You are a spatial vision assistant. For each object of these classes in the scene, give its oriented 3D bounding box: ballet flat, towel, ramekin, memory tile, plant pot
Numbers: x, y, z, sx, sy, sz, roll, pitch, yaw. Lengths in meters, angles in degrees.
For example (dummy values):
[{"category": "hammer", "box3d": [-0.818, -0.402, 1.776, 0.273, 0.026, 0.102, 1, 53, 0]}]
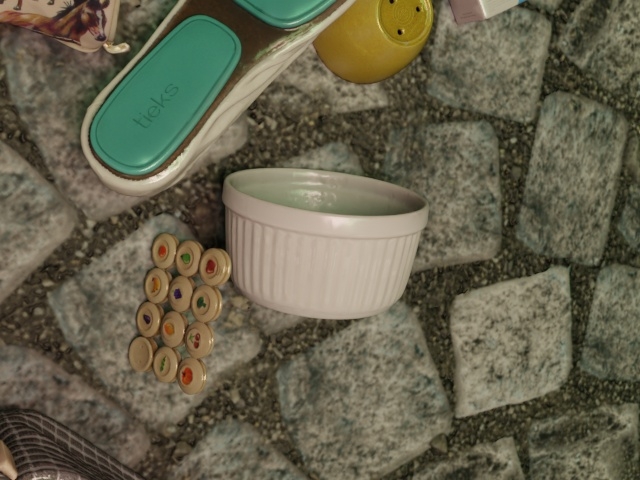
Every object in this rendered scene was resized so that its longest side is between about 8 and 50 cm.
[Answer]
[{"category": "ballet flat", "box3d": [-0.078, -0.200, 0.817, 0.139, 0.139, 0.400, 45, 78, -23]}, {"category": "towel", "box3d": [-0.196, 0.278, 0.767, 0.283, 0.235, 0.121, 43, 73, -23]}, {"category": "ramekin", "box3d": [0.000, 0.000, 0.839, 0.207, 0.207, 0.109, 0, 107, -24]}, {"category": "memory tile", "box3d": [-0.143, 0.071, 0.831, 0.012, 0.113, 0.148, 6, 98, -51]}, {"category": "plant pot", "box3d": [0.068, -0.238, 0.891, 0.134, 0.095, 0.134, -3, 98, -25]}]

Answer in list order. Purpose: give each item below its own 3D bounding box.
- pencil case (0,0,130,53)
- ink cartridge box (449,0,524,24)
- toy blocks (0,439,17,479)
[{"category": "pencil case", "box3d": [-0.348, -0.253, 0.666, 0.410, 0.160, 0.184, 3, 114, -25]}, {"category": "ink cartridge box", "box3d": [0.183, -0.353, 0.947, 0.104, 0.060, 0.180, -28, 108, -18]}, {"category": "toy blocks", "box3d": [-0.424, 0.101, 0.595, 0.288, 0.309, 0.260, -34, 116, -17]}]
